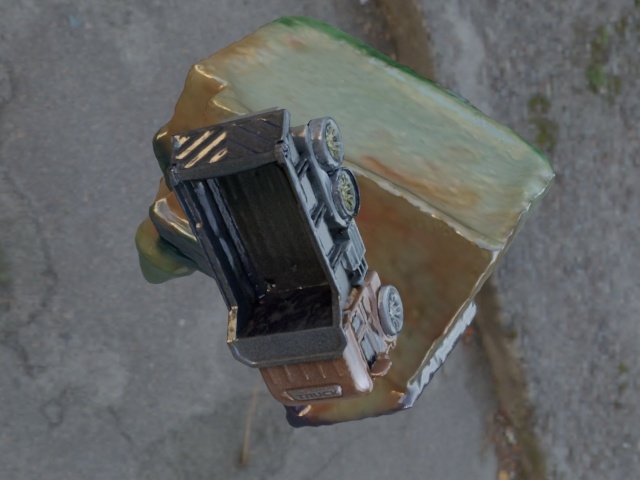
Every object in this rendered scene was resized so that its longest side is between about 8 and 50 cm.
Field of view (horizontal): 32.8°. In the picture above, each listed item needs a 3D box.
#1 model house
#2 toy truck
[{"bbox_3d":[0.000,0.000,0.984,0.245,0.312,0.280,-49,168,-54],"label":"model house"},{"bbox_3d":[-0.018,0.010,0.657,0.092,0.083,0.192,-64,138,-54],"label":"toy truck"}]
